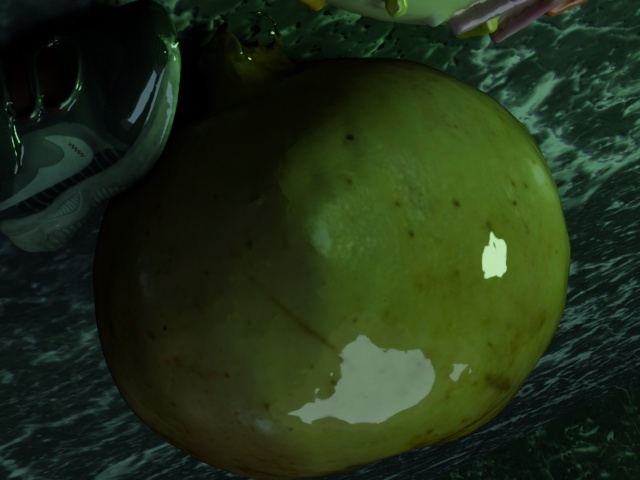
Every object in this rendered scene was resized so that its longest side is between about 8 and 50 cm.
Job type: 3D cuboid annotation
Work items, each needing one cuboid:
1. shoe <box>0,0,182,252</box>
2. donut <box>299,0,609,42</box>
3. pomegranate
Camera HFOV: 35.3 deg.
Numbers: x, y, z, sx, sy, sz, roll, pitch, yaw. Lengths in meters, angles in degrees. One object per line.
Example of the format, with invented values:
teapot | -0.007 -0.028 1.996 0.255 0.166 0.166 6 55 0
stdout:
shoe | -0.178 -0.072 0.637 0.112 0.099 0.227 9 144 -38
donut | 0.122 -0.235 0.445 0.307 0.150 0.371 -5 152 -34
pomegranate | 0.000 0.000 0.717 0.338 0.338 0.338 -17 157 -8
